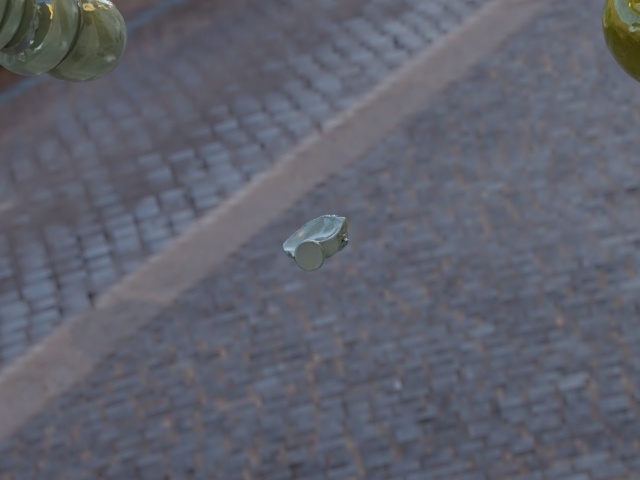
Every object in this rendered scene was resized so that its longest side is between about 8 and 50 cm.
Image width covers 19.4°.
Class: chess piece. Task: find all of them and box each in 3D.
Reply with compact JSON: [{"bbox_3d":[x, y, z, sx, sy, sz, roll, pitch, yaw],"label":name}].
[{"bbox_3d":[-0.288,-0.209,1.771,0.133,0.133,0.243,8,-4,43],"label":"chess piece"}]

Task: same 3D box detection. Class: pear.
[{"bbox_3d":[0.396,-0.244,2.132,0.149,0.162,0.149,-11,59,19],"label":"pear"}]

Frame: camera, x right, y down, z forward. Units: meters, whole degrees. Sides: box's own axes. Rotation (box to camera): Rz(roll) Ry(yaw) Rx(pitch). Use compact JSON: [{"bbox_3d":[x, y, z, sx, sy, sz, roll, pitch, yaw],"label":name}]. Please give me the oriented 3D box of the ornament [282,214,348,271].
[{"bbox_3d":[0.000,0.001,1.768,0.068,0.041,0.092,-20,7,46],"label":"ornament"}]
